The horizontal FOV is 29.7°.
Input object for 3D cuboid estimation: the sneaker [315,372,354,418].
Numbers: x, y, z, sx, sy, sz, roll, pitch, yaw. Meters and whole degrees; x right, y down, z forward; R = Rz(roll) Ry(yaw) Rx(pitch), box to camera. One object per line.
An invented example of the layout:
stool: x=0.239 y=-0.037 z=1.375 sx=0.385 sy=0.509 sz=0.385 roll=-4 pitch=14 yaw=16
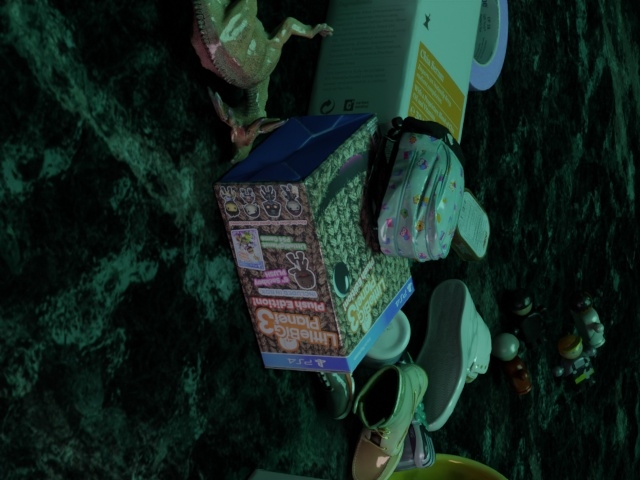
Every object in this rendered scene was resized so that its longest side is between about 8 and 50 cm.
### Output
sneaker: x=0.007 y=0.192 z=1.807 sx=0.065 sy=0.061 sz=0.158 roll=-7 pitch=93 yaw=-39

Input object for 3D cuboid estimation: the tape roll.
tape roll: x=0.250 y=-0.407 z=2.173 sx=0.275 sy=0.090 sz=0.275 roll=-2 pitch=92 yaw=-62

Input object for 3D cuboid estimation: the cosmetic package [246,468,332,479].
cosmetic package: x=0.038 y=0.422 z=1.536 sx=0.197 sy=0.365 sz=0.155 roll=-44 pitch=127 yaw=-49

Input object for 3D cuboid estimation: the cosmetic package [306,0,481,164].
cosmetic package: x=0.132 y=-0.339 z=1.888 sx=0.230 sy=0.161 sz=0.453 roll=36 pitch=60 yaw=-56

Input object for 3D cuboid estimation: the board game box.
board game box: x=0.000 y=0.000 z=1.681 sx=0.232 sy=0.141 sz=0.291 roll=-47 pitch=131 yaw=-50

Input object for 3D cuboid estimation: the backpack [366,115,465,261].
backpack: x=0.137 y=-0.061 z=1.662 sx=0.152 sy=0.115 sz=0.182 roll=51 pitch=50 yaw=-53

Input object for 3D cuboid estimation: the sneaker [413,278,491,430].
sneaker: x=0.244 y=0.236 z=2.166 sx=0.169 sy=0.108 sz=0.292 roll=52 pitch=46 yaw=-44

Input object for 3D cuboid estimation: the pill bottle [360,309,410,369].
pill bottle: x=0.089 y=0.152 z=1.855 sx=0.160 sy=0.087 sz=0.087 roll=94 pitch=5 yaw=-76

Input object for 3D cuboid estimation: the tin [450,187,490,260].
tin: x=0.276 y=-0.029 z=2.289 sx=0.189 sy=0.040 sz=0.106 roll=44 pitch=58 yaw=-53

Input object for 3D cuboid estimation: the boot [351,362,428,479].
boot: x=0.089 y=0.287 z=1.856 sx=0.213 sy=0.077 sz=0.165 roll=-66 pitch=162 yaw=2

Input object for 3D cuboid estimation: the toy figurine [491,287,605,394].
toy figurine: x=0.467 y=0.199 z=2.463 sx=0.148 sy=0.209 sz=0.213 roll=64 pitch=38 yaw=-30

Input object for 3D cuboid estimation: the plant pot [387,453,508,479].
plant pot: x=0.192 y=0.517 z=1.966 sx=0.254 sy=0.254 sz=0.239 roll=-37 pitch=137 yaw=-55

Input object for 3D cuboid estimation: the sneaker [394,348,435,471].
sneaker: x=0.119 y=0.276 z=1.987 sx=0.083 sy=0.098 sz=0.224 roll=52 pitch=23 yaw=-51

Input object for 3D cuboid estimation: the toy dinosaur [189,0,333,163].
toy dinosaur: x=-0.109 y=-0.236 z=1.506 sx=0.296 sy=0.127 sz=0.200 roll=46 pitch=58 yaw=-45
